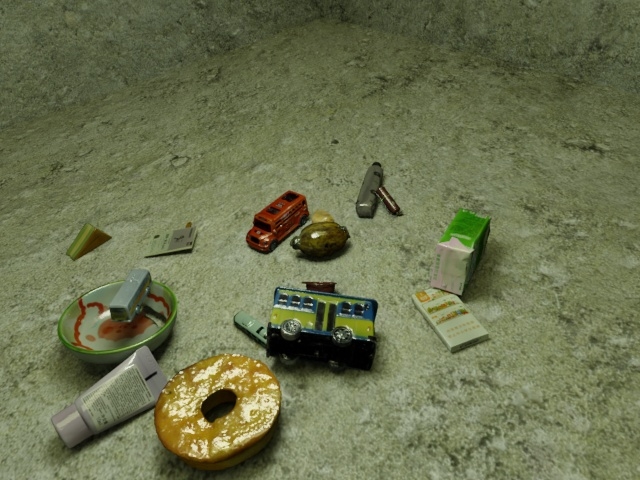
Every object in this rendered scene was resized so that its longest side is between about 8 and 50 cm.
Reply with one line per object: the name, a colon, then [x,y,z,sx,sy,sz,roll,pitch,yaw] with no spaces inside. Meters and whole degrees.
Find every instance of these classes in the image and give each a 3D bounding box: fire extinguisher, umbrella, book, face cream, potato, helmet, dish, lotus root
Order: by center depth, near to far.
face cream: [-0.526,0.402,1.341,0.273,0.096,0.154,-30,88,-25]
dish: [-0.568,0.254,1.528,0.324,0.124,0.324,-1,32,0]
helmet: [-0.004,0.156,1.620,0.111,0.057,0.089,0,3,17]
lotus root: [0.000,0.000,1.770,0.209,0.120,0.120,-11,39,-10]
book: [-0.534,0.003,1.897,0.181,0.014,0.127,-11,36,6]
potato: [0.008,-0.078,1.906,0.083,0.062,0.068,5,64,50]
fire extinguisher: [0.254,-0.138,1.939,0.056,0.039,0.132,-27,73,-23]
umbrella: [0.193,-0.204,2.036,0.073,0.067,0.337,13,40,7]

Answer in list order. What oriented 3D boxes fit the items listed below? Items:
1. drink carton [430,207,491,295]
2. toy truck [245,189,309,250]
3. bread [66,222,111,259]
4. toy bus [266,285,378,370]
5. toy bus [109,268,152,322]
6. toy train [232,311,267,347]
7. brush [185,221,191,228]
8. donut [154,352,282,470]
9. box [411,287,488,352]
drink carton: [0.434,0.023,1.617,0.108,0.161,0.271,16,35,23]
toy truck: [-0.155,-0.072,1.878,0.107,0.114,0.252,23,46,30]
bread: [-0.850,0.017,1.944,0.074,0.084,0.139,24,78,32]
toy bus: [0.005,0.237,1.421,0.287,0.138,0.175,8,41,1]
toy bus: [-0.535,0.153,1.499,0.064,0.075,0.190,0,33,4]
toy train: [-0.179,0.261,1.520,0.207,0.047,0.043,28,55,33]
brush: [-0.497,-0.018,1.938,0.043,0.014,0.170,-1,38,4]
donut: [-0.240,0.419,1.283,0.302,0.110,0.303,-2,39,2]
box: [0.364,0.216,1.515,0.122,0.032,0.220,-17,41,-13]
